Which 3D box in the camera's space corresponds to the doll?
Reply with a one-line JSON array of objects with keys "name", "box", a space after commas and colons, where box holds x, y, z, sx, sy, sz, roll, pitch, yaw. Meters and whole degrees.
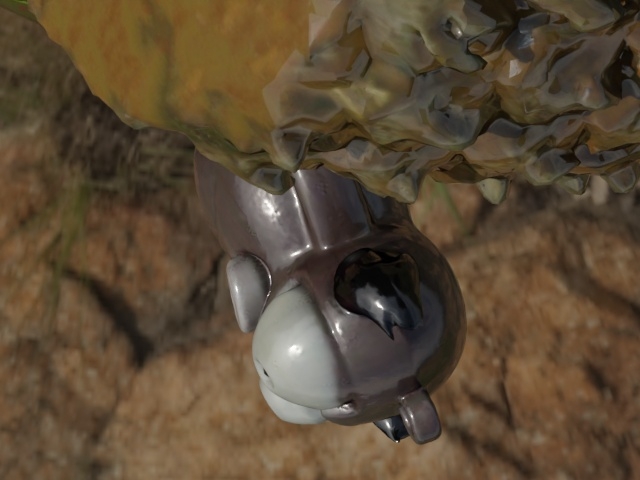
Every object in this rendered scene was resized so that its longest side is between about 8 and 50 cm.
[{"name": "doll", "box": [0.001, -0.002, 1.007, 0.117, 0.257, 0.182, -18, 158, -4]}]

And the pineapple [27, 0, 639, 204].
[{"name": "pineapple", "box": [0.101, -0.105, 0.515, 0.362, 0.202, 0.202, 2, 122, -34]}]

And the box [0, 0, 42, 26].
[{"name": "box", "box": [-0.066, -0.187, 0.755, 0.043, 0.311, 0.173, 23, 82, -18]}]
